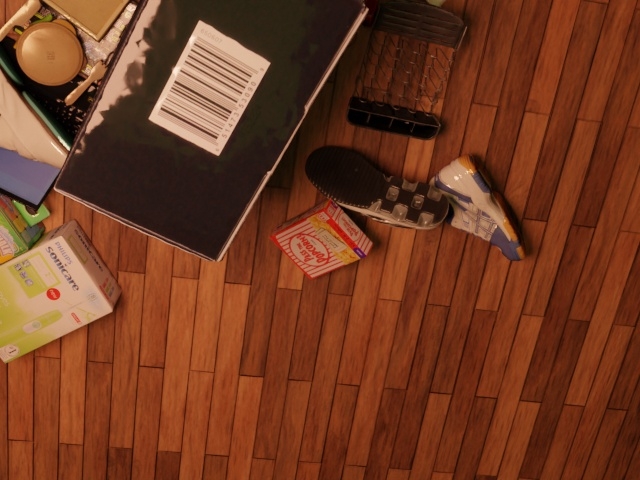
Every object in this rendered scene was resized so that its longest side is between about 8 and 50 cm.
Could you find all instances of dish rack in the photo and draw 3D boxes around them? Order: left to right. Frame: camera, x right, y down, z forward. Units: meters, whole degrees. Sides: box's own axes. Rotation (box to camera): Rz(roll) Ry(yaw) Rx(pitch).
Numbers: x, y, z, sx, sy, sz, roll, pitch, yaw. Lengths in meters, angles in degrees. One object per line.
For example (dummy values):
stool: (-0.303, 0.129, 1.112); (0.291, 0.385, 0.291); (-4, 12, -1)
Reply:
dish rack: (0.179, -0.354, 1.384); (0.208, 0.074, 0.272); (9, 129, -10)

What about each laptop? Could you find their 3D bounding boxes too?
laptop: (-0.616, -0.242, 1.360); (0.234, 0.137, 0.264); (28, 106, -15)

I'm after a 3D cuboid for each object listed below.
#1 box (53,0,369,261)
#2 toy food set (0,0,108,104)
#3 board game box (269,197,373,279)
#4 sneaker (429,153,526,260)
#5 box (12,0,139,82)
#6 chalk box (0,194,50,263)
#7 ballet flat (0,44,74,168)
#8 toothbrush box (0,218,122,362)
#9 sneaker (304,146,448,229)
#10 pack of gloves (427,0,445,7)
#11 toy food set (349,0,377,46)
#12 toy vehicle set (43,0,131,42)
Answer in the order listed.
box: (-0.205, -0.301, 1.181); (0.297, 0.472, 0.480); (27, 106, -20)
toy food set: (-0.531, -0.372, 1.319); (0.132, 0.038, 0.192); (-43, 125, 1)
board game box: (0.000, 0.000, 1.497); (0.147, 0.045, 0.193); (46, 137, -18)
sneaker: (0.364, -0.059, 1.543); (0.131, 0.112, 0.296); (-30, 109, 25)
box: (-0.488, -0.447, 1.344); (0.190, 0.045, 0.184); (31, 107, -16)
chalk box: (-0.693, -0.030, 1.435); (0.213, 0.132, 0.132); (-26, 111, 5)
ballet flat: (-0.613, -0.263, 1.296); (0.139, 0.139, 0.400); (-37, 91, 9)
toothbrush box: (-0.631, 0.113, 1.501); (0.283, 0.122, 0.206); (-25, 111, 3)
sneaker: (0.117, -0.097, 1.490); (0.330, 0.146, 0.123); (26, 79, 10)
pack of gloves: (0.259, -0.618, 1.341); (0.232, 0.046, 0.195); (-44, 107, 11)
toy food set: (0.063, -0.486, 1.365); (0.111, 0.104, 0.233); (19, 90, 3)
toy vehicle set: (-0.419, -0.540, 1.283); (0.166, 0.035, 0.267); (37, 89, -16)
